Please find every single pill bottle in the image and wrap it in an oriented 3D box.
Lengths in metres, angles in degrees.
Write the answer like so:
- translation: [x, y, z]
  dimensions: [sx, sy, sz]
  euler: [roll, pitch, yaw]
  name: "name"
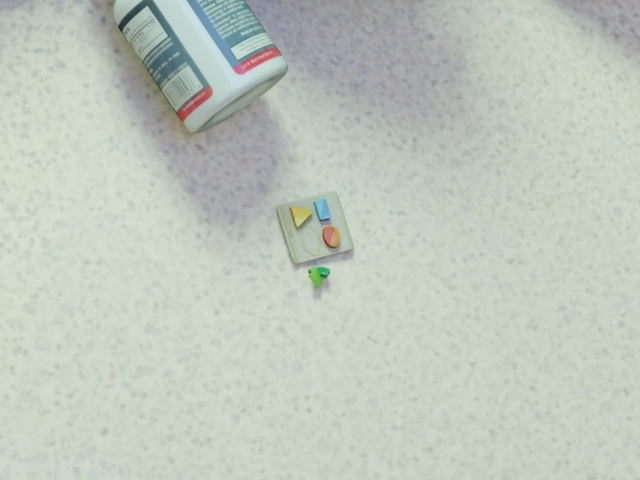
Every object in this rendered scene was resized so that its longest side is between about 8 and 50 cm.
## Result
- translation: [-0.120, -0.196, 1.766]
  dimensions: [0.108, 0.108, 0.180]
  euler: [-33, 88, -21]
  name: "pill bottle"

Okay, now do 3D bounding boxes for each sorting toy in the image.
- translation: [0.000, 0.000, 1.805]
  dimensions: [0.062, 0.012, 0.083]
  euler: [-14, 81, -20]
  name: "sorting toy"
